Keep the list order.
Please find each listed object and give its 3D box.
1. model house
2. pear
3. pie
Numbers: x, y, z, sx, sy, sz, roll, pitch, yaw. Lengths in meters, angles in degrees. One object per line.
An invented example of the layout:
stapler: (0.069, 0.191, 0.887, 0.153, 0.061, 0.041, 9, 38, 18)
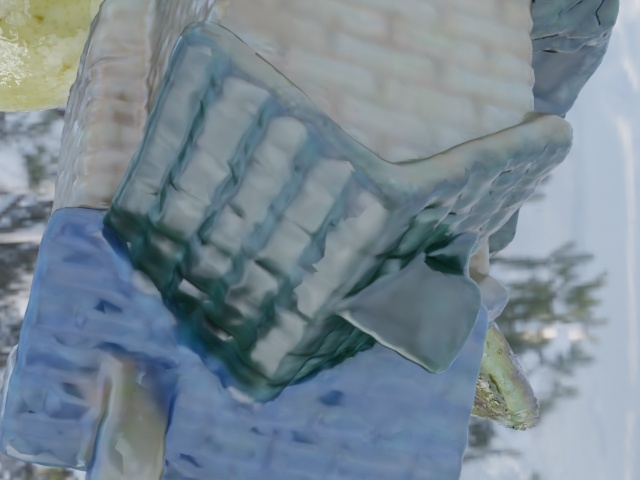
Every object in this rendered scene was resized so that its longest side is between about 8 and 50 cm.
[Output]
model house: (0.000, 0.000, 0.898, 0.445, 0.395, 0.399, 123, 160, -48)
pear: (-0.313, -0.286, 1.330, 0.309, 0.309, 0.309, 176, 90, -85)
pie: (0.203, 0.166, 1.938, 0.354, 0.103, 0.288, 54, 161, -16)
